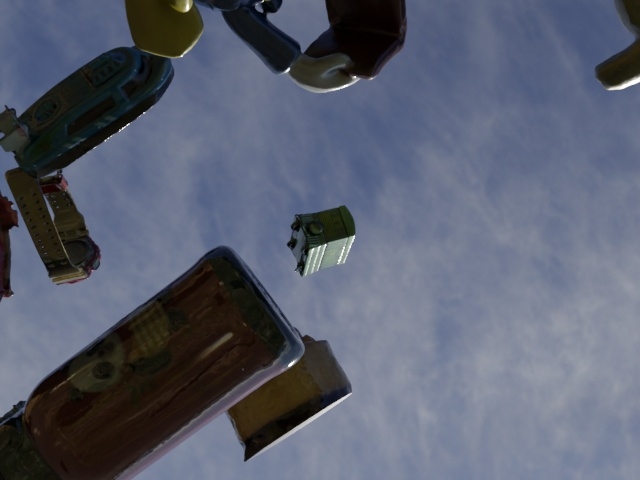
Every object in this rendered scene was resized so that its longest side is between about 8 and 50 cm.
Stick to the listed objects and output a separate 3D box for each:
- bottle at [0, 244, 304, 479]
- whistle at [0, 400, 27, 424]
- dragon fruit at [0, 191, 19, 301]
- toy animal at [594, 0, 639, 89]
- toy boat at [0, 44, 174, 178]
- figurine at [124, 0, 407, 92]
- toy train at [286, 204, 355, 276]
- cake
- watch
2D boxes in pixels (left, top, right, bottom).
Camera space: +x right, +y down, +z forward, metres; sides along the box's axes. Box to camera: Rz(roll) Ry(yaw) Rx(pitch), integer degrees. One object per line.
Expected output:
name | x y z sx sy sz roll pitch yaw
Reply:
bottle | -0.185 0.157 0.898 0.336 0.144 0.144 -38 -83 -2
whistle | -0.518 0.386 1.539 0.168 0.405 0.188 36 -99 17
dragon fruit | -0.439 -0.011 1.012 0.126 0.161 0.274 -1 -63 25
toy animal | 0.396 -0.255 0.982 0.181 0.180 0.363 -28 -101 -7
toy boat | -0.375 -0.231 1.429 0.134 0.299 0.092 46 -10 36
figurine | -0.058 -0.220 0.793 0.284 0.338 0.204 30 -83 -5
toy train | 0.000 0.000 0.850 0.093 0.056 0.038 107 -35 -67
cake | -0.070 0.198 1.322 0.185 0.208 0.178 -37 -99 24
watch | -0.470 -0.044 1.575 0.102 0.165 0.268 -13 -56 -1
